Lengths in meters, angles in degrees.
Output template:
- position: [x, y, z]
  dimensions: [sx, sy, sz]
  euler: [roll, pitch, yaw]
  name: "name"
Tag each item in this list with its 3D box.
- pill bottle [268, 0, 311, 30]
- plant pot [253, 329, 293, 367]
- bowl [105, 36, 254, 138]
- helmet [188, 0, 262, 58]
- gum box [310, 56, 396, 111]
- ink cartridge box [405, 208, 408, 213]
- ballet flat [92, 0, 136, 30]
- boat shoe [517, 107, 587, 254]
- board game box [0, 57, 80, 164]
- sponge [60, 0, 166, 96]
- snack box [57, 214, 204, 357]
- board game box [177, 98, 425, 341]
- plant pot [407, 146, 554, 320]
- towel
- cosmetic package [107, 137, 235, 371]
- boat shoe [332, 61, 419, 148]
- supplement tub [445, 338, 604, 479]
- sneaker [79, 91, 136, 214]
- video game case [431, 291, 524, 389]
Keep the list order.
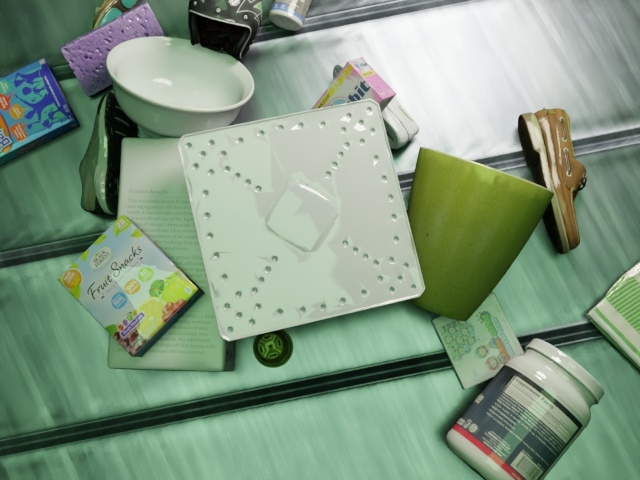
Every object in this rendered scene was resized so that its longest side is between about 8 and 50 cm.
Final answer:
- position: [-0.055, -0.531, 1.859]
  dimensions: [0.078, 0.078, 0.137]
  euler: [18, 82, 4]
  name: "pill bottle"
- position: [-0.099, 0.214, 1.739]
  dimensions: [0.083, 0.079, 0.083]
  euler: [0, 80, 2]
  name: "plant pot"
- position: [-0.294, -0.290, 1.767]
  dimensions: [0.298, 0.298, 0.134]
  euler: [20, 125, 4]
  name: "bowl"
- position: [-0.197, -0.475, 1.789]
  dimensions: [0.169, 0.161, 0.169]
  euler: [7, 49, -8]
  name: "helmet"
- position: [0.055, -0.269, 1.777]
  dimensions: [0.107, 0.062, 0.188]
  euler: [48, 127, 9]
  name: "gum box"
- position: [0.000, 0.000, 1.706]
  dimensions: [0.371, 0.069, 0.175]
  euler: [8, 80, -23]
  name: "ink cartridge box"
- position: [-0.449, -0.507, 1.878]
  dimensions: [0.067, 0.073, 0.206]
  euler: [23, 78, 32]
  name: "ballet flat"
- position: [0.496, -0.129, 1.768]
  dimensions: [0.104, 0.111, 0.307]
  euler: [-12, 82, -1]
  name: "boat shoe"
- position: [-0.646, -0.271, 1.843]
  dimensions: [0.210, 0.047, 0.160]
  euler: [-28, 82, -3]
  name: "board game box"
- position: [-0.433, -0.407, 1.838]
  dimensions: [0.210, 0.031, 0.117]
  euler: [-29, 120, -3]
  name: "sponge"
- position: [-0.352, 0.085, 1.608]
  dimensions: [0.207, 0.070, 0.174]
  euler: [43, 86, 10]
  name: "snack box"
- position: [-0.037, -0.042, 1.620]
  dimensions: [0.390, 0.050, 0.390]
  euler: [-12, 84, -9]
  name: "board game box"
- position: [0.276, -0.001, 1.695]
  dimensions: [0.275, 0.275, 0.293]
  euler: [20, 95, 4]
  name: "plant pot"
- position: [0.736, 0.126, 1.763]
  dimensions: [0.325, 0.038, 0.248]
  euler: [-42, 84, -7]
  name: "towel"
- position: [-0.283, 0.033, 1.730]
  dimensions: [0.230, 0.161, 0.453]
  euler: [2, 81, 2]
  name: "cosmetic package"
- position: [0.118, -0.292, 1.828]
  dimensions: [0.076, 0.083, 0.226]
  euler: [-33, 82, -31]
  name: "boat shoe"
- position: [0.391, 0.344, 1.653]
  dimensions: [0.191, 0.191, 0.272]
  euler: [41, 83, 7]
  name: "supplement tub"
- position: [-0.456, -0.184, 1.803]
  dimensions: [0.108, 0.100, 0.271]
  euler: [-7, 72, 28]
  name: "sneaker"
- position: [0.324, 0.205, 1.764]
  dimensions: [0.143, 0.019, 0.157]
  euler: [-24, 82, -3]
  name: "video game case"
